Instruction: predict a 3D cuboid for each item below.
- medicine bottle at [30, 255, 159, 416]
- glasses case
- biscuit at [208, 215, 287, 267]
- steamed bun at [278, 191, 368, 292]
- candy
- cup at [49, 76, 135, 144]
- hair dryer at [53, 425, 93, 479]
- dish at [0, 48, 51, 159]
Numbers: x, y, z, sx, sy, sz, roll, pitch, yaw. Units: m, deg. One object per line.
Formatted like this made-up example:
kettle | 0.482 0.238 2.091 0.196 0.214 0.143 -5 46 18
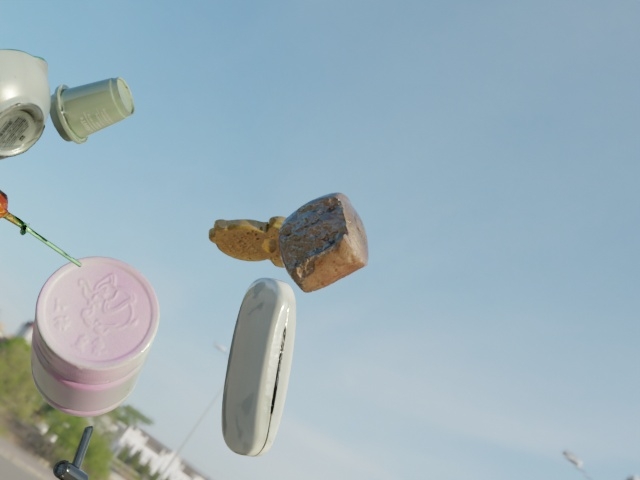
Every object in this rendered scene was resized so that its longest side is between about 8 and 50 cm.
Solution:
medicine bottle | -0.412 0.180 1.739 0.212 0.212 0.325 35 -29 1
glasses case | -0.081 0.165 1.270 0.059 0.234 0.092 11 -6 -37
biscuit | -0.097 -0.001 1.822 0.225 0.036 0.166 2 -30 6
steamed bun | 0.000 0.000 1.615 0.175 0.144 0.106 -101 164 -52
candy | -0.400 -0.015 1.317 0.184 0.049 0.055 40 -4 -29
cup | -0.437 -0.257 1.857 0.141 0.120 0.120 -17 -38 13
hair dryer | -0.317 0.281 1.268 0.026 0.083 0.047 0 -36 26
dish | -0.497 -0.180 1.475 0.078 0.246 0.224 43 -15 24
